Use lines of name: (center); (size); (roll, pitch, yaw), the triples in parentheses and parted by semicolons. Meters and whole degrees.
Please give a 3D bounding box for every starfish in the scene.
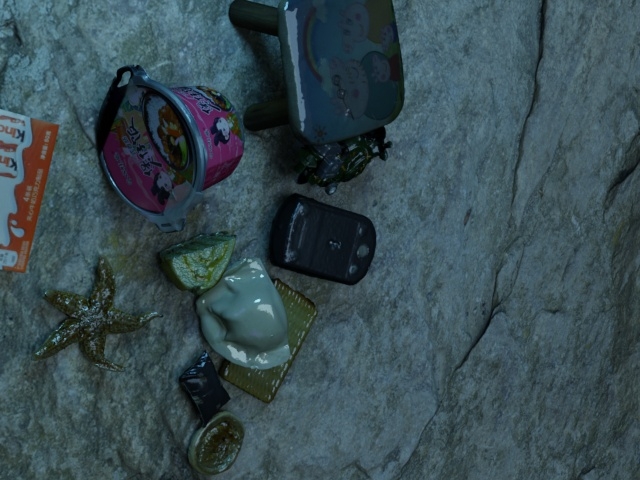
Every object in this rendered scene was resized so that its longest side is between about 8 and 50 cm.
starfish: (-0.426, 0.146, 1.641); (0.277, 0.062, 0.235); (-16, 109, -37)

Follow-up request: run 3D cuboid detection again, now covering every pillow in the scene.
pillow: (-0.246, 0.314, 1.849); (0.090, 0.048, 0.150); (-36, 124, -23)

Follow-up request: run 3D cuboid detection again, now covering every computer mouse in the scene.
computer mouse: (0.000, 0.000, 1.962); (0.269, 0.100, 0.170); (18, 83, -38)

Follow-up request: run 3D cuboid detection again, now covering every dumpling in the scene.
dumpling: (-0.162, 0.166, 1.840); (0.179, 0.131, 0.252); (-24, 110, -11)

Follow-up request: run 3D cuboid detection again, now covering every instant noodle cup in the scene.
instant noodle cup: (-0.259, -0.183, 1.612); (0.181, 0.258, 0.302); (-28, 119, -51)

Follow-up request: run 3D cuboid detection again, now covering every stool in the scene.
stool: (-0.010, -0.369, 1.786); (0.310, 0.226, 0.310); (-21, 112, -38)

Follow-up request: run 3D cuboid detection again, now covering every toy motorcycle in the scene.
toy motorcycle: (0.049, -0.193, 1.918); (0.275, 0.125, 0.187); (-12, 143, -56)

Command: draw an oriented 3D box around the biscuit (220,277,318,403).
biscuit: (-0.113, 0.224, 1.961); (0.172, 0.029, 0.254); (39, 74, -39)

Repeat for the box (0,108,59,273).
box: (-0.589, -0.096, 1.447); (0.265, 0.048, 0.273); (11, 93, -43)

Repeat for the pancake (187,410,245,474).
pancake: (-0.225, 0.444, 1.913); (0.152, 0.025, 0.151); (-12, 108, -38)

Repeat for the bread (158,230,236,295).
bread: (-0.238, 0.052, 1.757); (0.156, 0.103, 0.110); (-21, 105, -27)
